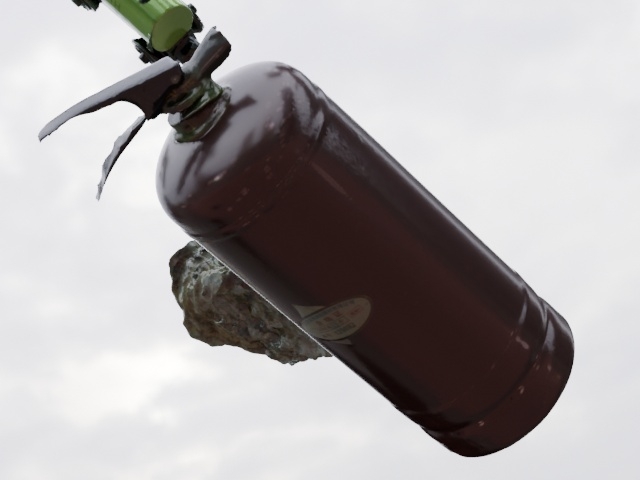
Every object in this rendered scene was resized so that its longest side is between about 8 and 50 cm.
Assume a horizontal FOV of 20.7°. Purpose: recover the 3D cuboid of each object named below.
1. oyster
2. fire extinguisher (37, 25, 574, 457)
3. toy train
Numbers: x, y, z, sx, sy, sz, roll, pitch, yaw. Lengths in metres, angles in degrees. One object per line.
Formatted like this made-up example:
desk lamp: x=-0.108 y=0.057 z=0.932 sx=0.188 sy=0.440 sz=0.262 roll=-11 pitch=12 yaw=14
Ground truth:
oyster: x=-0.043 y=0.047 z=1.515 sx=0.177 sy=0.125 sz=0.064 roll=-2 pitch=16 yaw=12
fire extinguisher: x=0.000 y=0.000 z=1.024 sx=0.135 sy=0.114 sz=0.337 roll=-46 pitch=-61 yaw=3
toy train: x=-0.254 y=-0.324 z=2.270 sx=0.105 sy=0.253 sz=0.157 roll=-45 pitch=-19 yaw=-6
